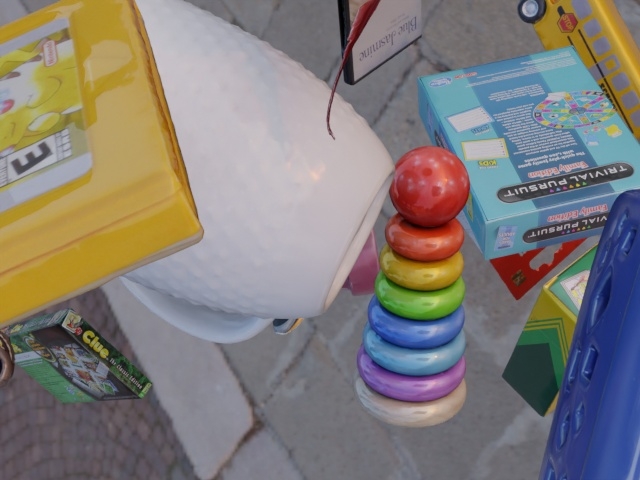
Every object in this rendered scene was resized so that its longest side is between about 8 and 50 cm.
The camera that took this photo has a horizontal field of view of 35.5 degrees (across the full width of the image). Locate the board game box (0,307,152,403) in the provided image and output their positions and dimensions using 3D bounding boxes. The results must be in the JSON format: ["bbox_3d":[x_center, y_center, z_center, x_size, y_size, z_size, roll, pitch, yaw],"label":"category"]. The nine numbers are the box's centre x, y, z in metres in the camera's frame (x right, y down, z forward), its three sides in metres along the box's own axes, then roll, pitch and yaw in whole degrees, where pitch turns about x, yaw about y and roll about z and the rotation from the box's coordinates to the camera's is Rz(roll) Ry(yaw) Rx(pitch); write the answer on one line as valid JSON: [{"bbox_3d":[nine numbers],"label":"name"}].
[{"bbox_3d":[-0.317,0.149,1.248,0.259,0.136,0.030,-15,36,54],"label":"board game box"}]

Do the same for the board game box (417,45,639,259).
[{"bbox_3d":[0.308,-0.138,1.460,0.079,0.253,0.336,82,175,-46],"label":"board game box"}]

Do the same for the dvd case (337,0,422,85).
[{"bbox_3d":[0.094,-0.387,1.559,0.022,0.180,0.253,31,145,32],"label":"dvd case"}]

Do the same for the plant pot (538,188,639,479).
[{"bbox_3d":[0.248,0.101,0.533,0.235,0.212,0.236,16,91,14],"label":"plant pot"}]

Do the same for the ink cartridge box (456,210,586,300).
[{"bbox_3d":[0.321,-0.052,1.591,0.232,0.189,0.066,53,163,-4],"label":"ink cartridge box"}]

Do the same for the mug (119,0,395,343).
[{"bbox_3d":[-0.118,-0.039,1.035,0.328,0.276,0.374,26,133,7],"label":"mug"}]

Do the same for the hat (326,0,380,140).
[{"bbox_3d":[0.049,-0.240,0.836,0.173,0.208,0.184,55,166,39],"label":"hat"}]

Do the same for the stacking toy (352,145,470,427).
[{"bbox_3d":[0.110,0.047,1.156,0.141,0.141,0.330,30,130,43],"label":"stacking toy"}]

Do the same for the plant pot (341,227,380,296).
[{"bbox_3d":[0.000,0.000,1.642,0.180,0.201,0.201,-9,75,3],"label":"plant pot"}]

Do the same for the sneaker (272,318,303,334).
[{"bbox_3d":[-0.066,0.090,2.094,0.084,0.083,0.215,11,83,54],"label":"sneaker"}]

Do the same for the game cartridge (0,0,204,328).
[{"bbox_3d":[-0.246,-0.033,0.608,0.323,0.053,0.285,-22,39,-2],"label":"game cartridge"}]

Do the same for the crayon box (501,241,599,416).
[{"bbox_3d":[0.466,0.077,1.547,0.106,0.363,0.313,46,157,23],"label":"crayon box"}]

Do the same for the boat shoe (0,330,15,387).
[{"bbox_3d":[-0.482,0.081,1.070,0.117,0.324,0.096,-66,18,-16],"label":"boat shoe"}]

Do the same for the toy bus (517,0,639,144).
[{"bbox_3d":[0.456,-0.310,1.678,0.130,0.108,0.333,-31,79,31],"label":"toy bus"}]
